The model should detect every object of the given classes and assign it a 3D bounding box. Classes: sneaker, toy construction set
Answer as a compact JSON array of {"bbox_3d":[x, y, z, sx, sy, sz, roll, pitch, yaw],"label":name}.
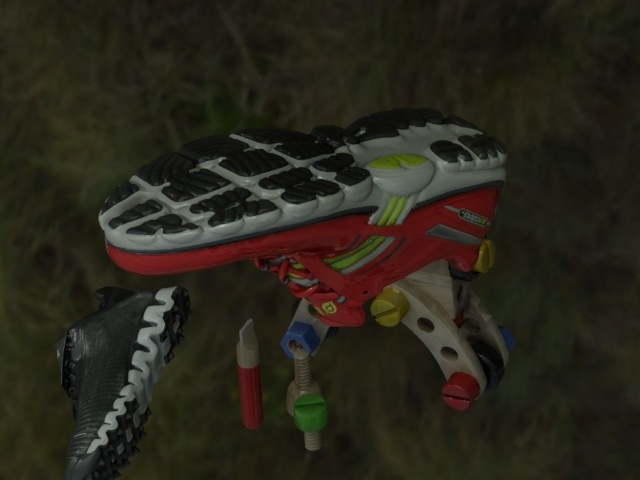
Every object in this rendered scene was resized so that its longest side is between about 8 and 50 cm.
[{"bbox_3d":[0.000,0.000,1.080,0.279,0.107,0.118,-9,118,-33],"label":"sneaker"},{"bbox_3d":[0.047,0.051,1.890,0.257,0.309,0.237,38,145,39],"label":"toy construction set"},{"bbox_3d":[-0.205,0.132,1.681,0.106,0.234,0.078,12,143,13],"label":"sneaker"}]
